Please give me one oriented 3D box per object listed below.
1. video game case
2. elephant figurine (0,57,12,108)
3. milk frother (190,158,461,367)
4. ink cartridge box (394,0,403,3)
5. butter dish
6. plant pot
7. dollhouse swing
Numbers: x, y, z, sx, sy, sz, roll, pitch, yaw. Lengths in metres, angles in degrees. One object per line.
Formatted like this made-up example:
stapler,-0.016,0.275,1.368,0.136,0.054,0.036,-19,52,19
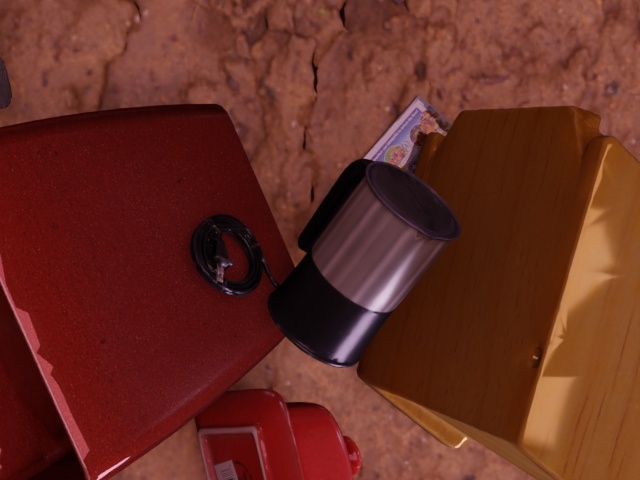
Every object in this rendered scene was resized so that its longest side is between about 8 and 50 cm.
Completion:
video game case,0.103,-0.056,1.533,0.122,0.011,0.087,42,83,-6
elephant figurine,-0.388,-0.205,1.398,0.239,0.169,0.186,-11,51,-3
milk frother,0.000,0.000,1.268,0.143,0.129,0.135,11,124,-45
ink cartridge box,0.010,-0.316,1.383,0.261,0.296,0.066,37,82,-7
butter dish,-0.019,0.193,1.449,0.118,0.160,0.160,-13,90,-33
plant pot,-0.170,0.029,1.372,0.236,0.267,0.267,-24,92,-26
dollhouse swing,0.240,0.090,1.384,0.305,0.347,0.315,17,88,-17
